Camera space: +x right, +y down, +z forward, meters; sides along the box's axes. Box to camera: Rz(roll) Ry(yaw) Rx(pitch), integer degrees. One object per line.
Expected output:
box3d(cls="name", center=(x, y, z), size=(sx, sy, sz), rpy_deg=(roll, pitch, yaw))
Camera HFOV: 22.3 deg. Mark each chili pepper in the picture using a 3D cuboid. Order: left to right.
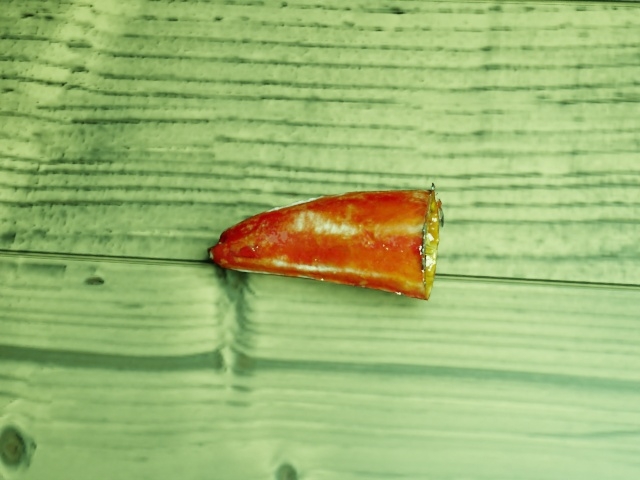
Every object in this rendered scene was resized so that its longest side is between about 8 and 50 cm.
box3d(cls="chili pepper", center=(0.000, 0.005, 1.167), size=(0.169, 0.065, 0.088), rpy_deg=(-2, 45, 13))
